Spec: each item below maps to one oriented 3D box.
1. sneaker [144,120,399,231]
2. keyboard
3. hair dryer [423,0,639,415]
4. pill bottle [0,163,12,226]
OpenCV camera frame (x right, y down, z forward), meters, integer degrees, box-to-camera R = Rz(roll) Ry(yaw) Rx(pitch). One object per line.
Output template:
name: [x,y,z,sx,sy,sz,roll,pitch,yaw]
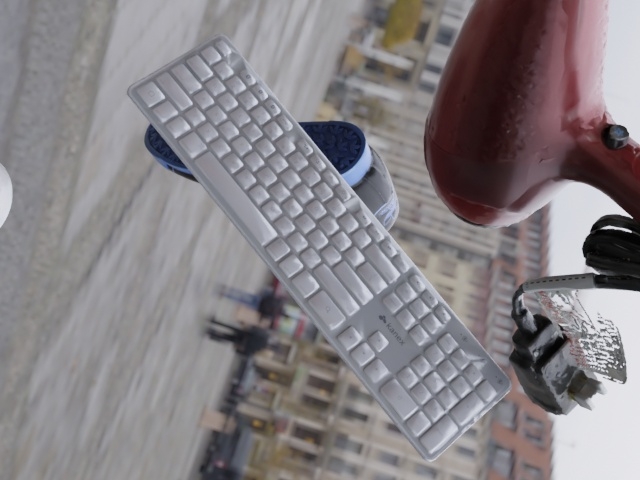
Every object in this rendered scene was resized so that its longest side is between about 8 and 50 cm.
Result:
sneaker: [-0.041,-0.055,1.065,0.081,0.232,0.090,-56,138,-21]
keyboard: [0.000,0.000,0.719,0.072,0.256,0.014,-36,174,-36]
hair dryer: [0.153,-0.036,0.644,0.080,0.223,0.293,-50,121,-39]
pill bottle: [-0.196,-0.034,0.616,0.120,0.067,0.067,35,72,-66]
